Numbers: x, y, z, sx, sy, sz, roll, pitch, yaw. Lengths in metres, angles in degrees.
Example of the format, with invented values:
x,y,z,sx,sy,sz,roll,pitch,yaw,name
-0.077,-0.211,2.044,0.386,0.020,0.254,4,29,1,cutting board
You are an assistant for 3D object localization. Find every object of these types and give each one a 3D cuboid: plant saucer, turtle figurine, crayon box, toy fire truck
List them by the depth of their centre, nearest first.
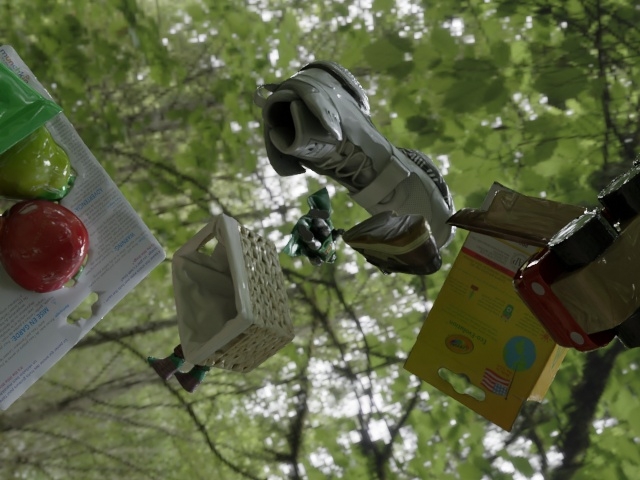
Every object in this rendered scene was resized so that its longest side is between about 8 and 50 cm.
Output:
x,y,z,sx,sy,sz,roll,pitch,yaw,name
0.257,0.004,0.942,0.158,0.217,0.246,51,-27,-1,toy fire truck
0.251,-0.016,1.257,0.168,0.168,0.029,16,-88,54,plant saucer
0.281,0.098,1.410,0.202,0.081,0.318,30,-83,31,crayon box
-0.180,0.156,1.644,0.175,0.234,0.118,44,2,-32,turtle figurine

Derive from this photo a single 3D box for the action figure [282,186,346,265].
x,y,z,sx,sy,sz,roll,pitch,yaw,name
0.000,0.000,1.752,0.063,0.137,0.232,36,-7,16,action figure

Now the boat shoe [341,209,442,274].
x,y,z,sx,sy,sz,roll,pitch,yaw,name
0.060,0.006,0.818,0.049,0.056,0.152,61,-8,-11,boat shoe

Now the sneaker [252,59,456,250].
x,y,z,sx,sy,sz,roll,pitch,yaw,name
0.045,-0.112,1.426,0.137,0.210,0.366,-42,-99,31,sneaker

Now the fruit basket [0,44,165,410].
x,y,z,sx,sy,sz,roll,pitch,yaw,name
-0.394,-0.026,1.165,0.165,0.327,0.353,-12,-63,41,fruit basket

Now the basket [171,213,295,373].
x,y,z,sx,sy,sz,roll,pitch,yaw,name
-0.110,0.071,1.192,0.113,0.103,0.167,-38,-132,29,basket
